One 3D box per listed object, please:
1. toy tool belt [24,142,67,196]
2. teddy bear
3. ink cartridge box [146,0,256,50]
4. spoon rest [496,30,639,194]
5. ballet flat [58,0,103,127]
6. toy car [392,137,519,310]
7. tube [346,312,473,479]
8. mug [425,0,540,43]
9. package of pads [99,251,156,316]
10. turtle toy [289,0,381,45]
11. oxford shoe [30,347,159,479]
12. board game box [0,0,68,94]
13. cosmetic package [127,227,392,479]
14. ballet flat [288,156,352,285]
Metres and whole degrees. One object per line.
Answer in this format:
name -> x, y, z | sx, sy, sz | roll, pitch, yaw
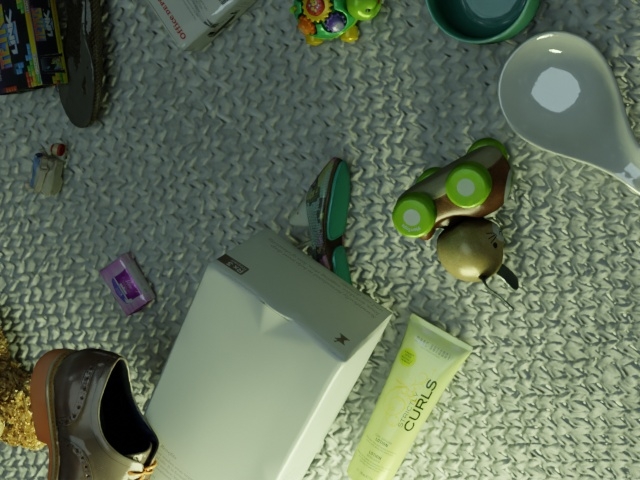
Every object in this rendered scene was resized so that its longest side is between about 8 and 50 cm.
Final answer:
toy tool belt -> -0.411, -0.109, 1.582 | 0.051, 0.052, 0.083 | 16, 104, 11
teddy bear -> -0.561, 0.204, 1.667 | 0.245, 0.113, 0.338 | -39, 83, 26
ink cartridge box -> -0.154, -0.333, 1.432 | 0.135, 0.056, 0.099 | -36, 84, 23
spoon rest -> 0.327, -0.132, 1.252 | 0.276, 0.084, 0.137 | 43, 112, 10
ballet flat -> -0.335, -0.286, 1.522 | 0.084, 0.058, 0.250 | 8, 106, 34
toy car -> 0.194, -0.008, 1.299 | 0.149, 0.155, 0.188 | -29, 97, 24
tube -> 0.109, 0.221, 1.420 | 0.070, 0.062, 0.240 | 20, 105, -24
mug -> 0.205, -0.309, 1.265 | 0.129, 0.097, 0.158 | 40, 111, 12
package of pads -> -0.283, 0.064, 1.568 | 0.050, 0.032, 0.083 | -34, 85, 25
turtle toy -> 0.018, -0.300, 1.361 | 0.130, 0.066, 0.095 | -1, 99, 23
oxford shoe -> -0.277, 0.319, 1.394 | 0.132, 0.130, 0.364 | -6, 101, 29
board game box -> -0.431, -0.301, 1.534 | 0.141, 0.048, 0.170 | -2, 98, 44
cosmetic package -> -0.092, 0.204, 1.412 | 0.217, 0.156, 0.385 | 36, 120, 13
ballet flat -> 0.000, 0.000, 1.419 | 0.079, 0.077, 0.222 | 3, 104, 26
